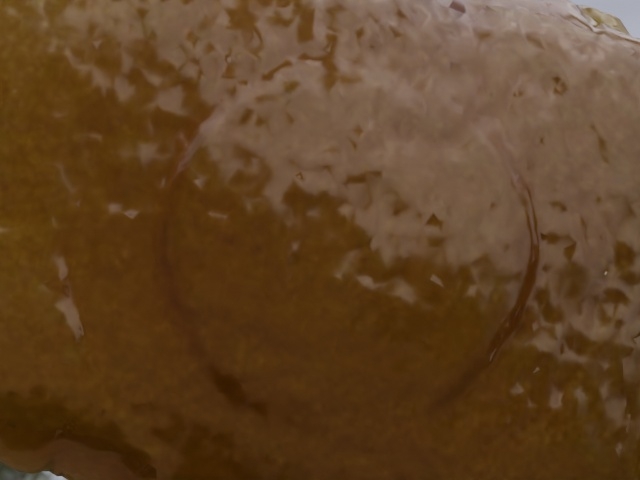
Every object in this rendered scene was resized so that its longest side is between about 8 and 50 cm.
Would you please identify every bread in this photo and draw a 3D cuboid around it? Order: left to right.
[{"bbox_3d":[0.000,0.000,0.530,0.245,0.174,0.121,15,4,-11],"label":"bread"}]
